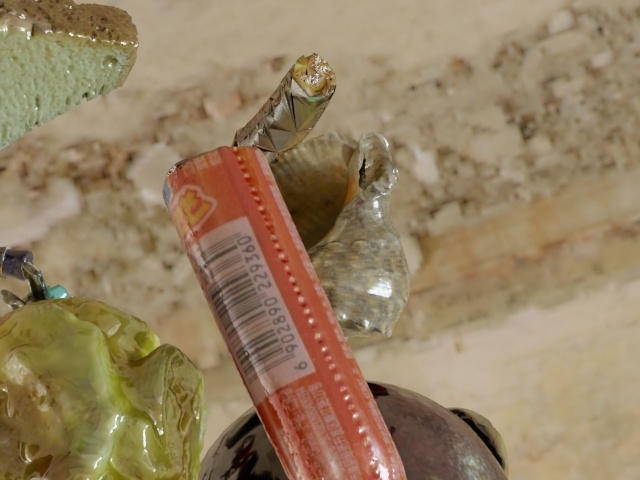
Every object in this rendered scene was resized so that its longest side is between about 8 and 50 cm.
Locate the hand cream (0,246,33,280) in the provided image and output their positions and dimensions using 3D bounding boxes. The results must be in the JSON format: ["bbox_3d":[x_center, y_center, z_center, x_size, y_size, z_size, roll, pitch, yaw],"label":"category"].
[{"bbox_3d":[-0.402,0.025,1.875,0.163,0.039,0.062,1,170,6],"label":"hand cream"}]

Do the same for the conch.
[{"bbox_3d":[0.000,0.000,1.333,0.155,0.207,0.130,17,166,-10],"label":"conch"}]

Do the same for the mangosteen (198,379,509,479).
[{"bbox_3d":[0.042,0.247,1.247,0.300,0.300,0.300,-15,166,-4],"label":"mangosteen"}]

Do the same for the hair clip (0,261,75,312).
[{"bbox_3d":[-0.180,0.077,1.201,0.049,0.049,0.173,-16,140,-1],"label":"hair clip"}]

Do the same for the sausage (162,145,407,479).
[{"bbox_3d":[-0.016,0.072,1.041,0.074,0.274,0.074,-23,162,-8],"label":"sausage"}]

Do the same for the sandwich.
[{"bbox_3d":[-0.361,-0.157,1.764,0.288,0.099,0.254,7,120,-36],"label":"sandwich"}]

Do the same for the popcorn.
[{"bbox_3d":[-0.166,0.130,1.083,0.187,0.185,0.167,-47,170,-31],"label":"popcorn"}]

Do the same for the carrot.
[{"bbox_3d":[-0.043,-0.131,1.865,0.069,0.069,0.228,-9,161,-26],"label":"carrot"}]
